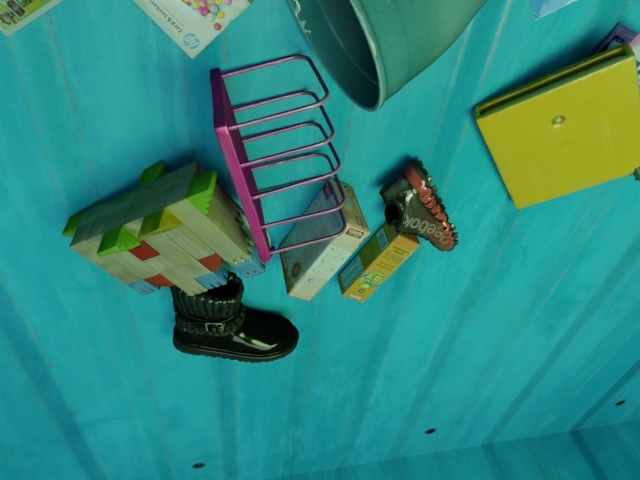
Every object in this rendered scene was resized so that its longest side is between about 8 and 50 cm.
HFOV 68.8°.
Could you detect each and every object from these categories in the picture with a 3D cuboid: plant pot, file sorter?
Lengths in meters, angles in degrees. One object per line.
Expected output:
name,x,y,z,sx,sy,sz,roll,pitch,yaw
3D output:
plant pot,0.112,-0.366,0.653,0.255,0.272,0.272,-33,134,-3
file sorter,-0.065,-0.149,0.841,0.182,0.202,0.291,-15,135,-3

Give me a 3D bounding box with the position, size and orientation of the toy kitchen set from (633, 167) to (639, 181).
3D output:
toy kitchen set,0.793,-0.190,1.124,0.075,0.083,0.068,-31,91,14

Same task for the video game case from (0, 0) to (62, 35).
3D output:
video game case,-0.430,-0.414,0.616,0.193,0.023,0.212,-26,135,10

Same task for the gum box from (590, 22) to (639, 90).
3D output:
gum box,0.623,-0.341,0.934,0.188,0.062,0.107,14,127,-25

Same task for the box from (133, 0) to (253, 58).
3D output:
box,-0.180,-0.390,0.694,0.186,0.038,0.145,-33,132,18

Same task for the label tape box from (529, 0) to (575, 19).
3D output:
label tape box,0.344,-0.489,0.568,0.248,0.115,0.348,-17,115,27

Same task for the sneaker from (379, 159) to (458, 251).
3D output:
sneaker,0.225,-0.056,1.077,0.135,0.098,0.276,-30,131,13

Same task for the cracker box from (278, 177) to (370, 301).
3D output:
cracker box,0.000,0.000,1.029,0.067,0.156,0.232,19,126,-30

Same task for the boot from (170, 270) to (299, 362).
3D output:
boot,-0.201,0.182,1.167,0.347,0.131,0.260,4,132,-17

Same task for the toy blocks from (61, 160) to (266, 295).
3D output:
toy blocks,-0.288,0.008,0.944,0.380,0.191,0.261,-18,137,21

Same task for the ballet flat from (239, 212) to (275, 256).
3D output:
ballet flat,-0.159,-0.022,1.043,0.070,0.070,0.188,-24,136,8

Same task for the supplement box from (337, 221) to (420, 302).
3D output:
supplement box,0.141,0.053,1.173,0.077,0.080,0.233,21,126,-28

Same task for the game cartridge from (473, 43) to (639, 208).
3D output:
game cartridge,0.513,-0.215,0.989,0.285,0.053,0.323,-19,140,26
